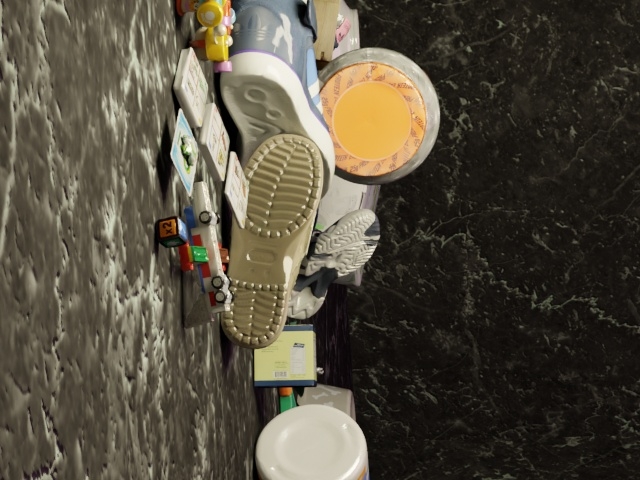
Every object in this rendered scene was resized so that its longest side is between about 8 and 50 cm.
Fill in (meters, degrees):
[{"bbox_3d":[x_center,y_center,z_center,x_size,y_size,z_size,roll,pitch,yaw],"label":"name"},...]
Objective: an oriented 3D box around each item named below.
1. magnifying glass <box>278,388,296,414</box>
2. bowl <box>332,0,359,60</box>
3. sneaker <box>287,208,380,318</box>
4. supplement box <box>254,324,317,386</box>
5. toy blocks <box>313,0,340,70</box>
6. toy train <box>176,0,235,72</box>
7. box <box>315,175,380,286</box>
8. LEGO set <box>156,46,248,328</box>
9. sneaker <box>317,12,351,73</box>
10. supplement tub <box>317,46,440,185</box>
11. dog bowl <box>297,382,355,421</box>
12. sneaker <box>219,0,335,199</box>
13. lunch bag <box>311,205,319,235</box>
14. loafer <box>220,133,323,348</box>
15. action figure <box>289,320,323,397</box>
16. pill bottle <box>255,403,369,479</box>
[{"bbox_3d":[-0.054,0.263,1.912,0.092,0.026,0.231,-87,172,-53],"label":"magnifying glass"},{"bbox_3d":[0.014,-0.412,2.461,0.298,0.134,0.298,-3,90,-86],"label":"bowl"},{"bbox_3d":[0.000,0.000,1.888,0.235,0.094,0.153,-56,-146,34],"label":"sneaker"},{"bbox_3d":[-0.048,0.161,1.619,0.056,0.083,0.083,68,21,-79],"label":"supplement box"},{"bbox_3d":[-0.024,-0.368,1.844,0.381,0.191,0.261,-85,-176,-53],"label":"toy blocks"},{"bbox_3d":[-0.116,-0.242,1.186,0.166,0.046,0.125,86,2,-70],"label":"toy train"},{"bbox_3d":[0.045,-0.074,2.435,0.231,0.127,0.262,77,23,-63],"label":"box"},{"bbox_3d":[-0.123,-0.043,1.115,0.244,0.060,0.182,-89,163,-50],"label":"LEGO set"},{"bbox_3d":[-0.013,-0.342,2.033,0.112,0.131,0.319,77,14,-77],"label":"sneaker"},{"bbox_3d":[0.077,-0.184,1.705,0.316,0.194,0.193,-59,147,-80],"label":"supplement tub"},{"bbox_3d":[0.017,0.444,2.279,0.349,0.102,0.348,-2,90,-87],"label":"dog bowl"},{"bbox_3d":[-0.047,-0.216,1.502,0.323,0.130,0.236,70,21,-59],"label":"sneaker"},{"bbox_3d":[-0.041,-0.088,1.781,0.151,0.096,0.129,55,31,-65],"label":"lunch bag"},{"bbox_3d":[-0.065,0.002,1.391,0.092,0.102,0.268,115,-10,-73],"label":"loafer"},{"bbox_3d":[-0.033,0.188,1.975,0.232,0.063,0.137,78,2,-79],"label":"action figure"},{"bbox_3d":[-0.004,0.369,1.651,0.152,0.152,0.272,-88,174,-46],"label":"pill bottle"}]
